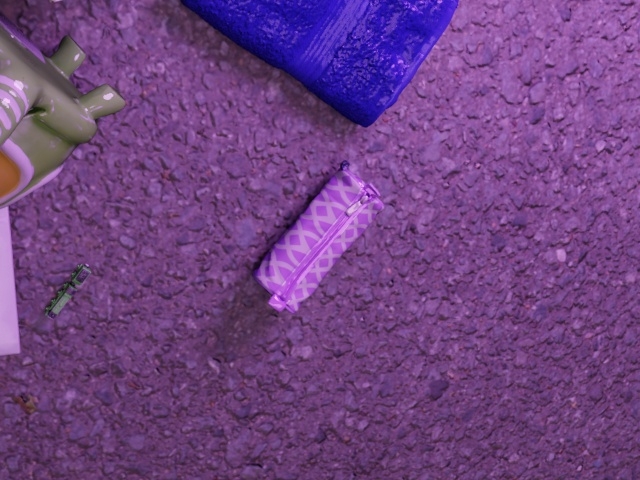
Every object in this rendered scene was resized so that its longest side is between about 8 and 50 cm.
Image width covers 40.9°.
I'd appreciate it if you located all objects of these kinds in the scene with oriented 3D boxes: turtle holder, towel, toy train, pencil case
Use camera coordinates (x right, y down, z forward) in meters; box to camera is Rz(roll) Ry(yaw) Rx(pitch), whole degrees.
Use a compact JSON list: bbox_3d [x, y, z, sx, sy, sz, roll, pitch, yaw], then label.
[{"bbox_3d":[-0.338,-0.122,0.831,0.227,0.320,0.243,-45,151,1],"label":"turtle holder"},{"bbox_3d":[0.010,-0.300,1.038,0.308,0.076,0.227,30,95,-27],"label":"towel"},{"bbox_3d":[-0.313,0.064,1.067,0.017,0.024,0.083,36,92,-27],"label":"toy train"},{"bbox_3d":[0.000,0.000,1.131,0.086,0.088,0.206,38,93,-25],"label":"pencil case"}]

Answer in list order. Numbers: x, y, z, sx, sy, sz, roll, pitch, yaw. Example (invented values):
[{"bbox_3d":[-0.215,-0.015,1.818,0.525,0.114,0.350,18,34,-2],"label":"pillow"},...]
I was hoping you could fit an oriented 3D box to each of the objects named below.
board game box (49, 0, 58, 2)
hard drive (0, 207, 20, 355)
[{"bbox_3d":[-0.256,-0.399,0.864,0.144,0.142,0.275,-20,114,-13],"label":"board game box"},{"bbox_3d":[-0.519,0.027,0.928,0.353,0.047,0.233,-5,91,-19],"label":"hard drive"}]
